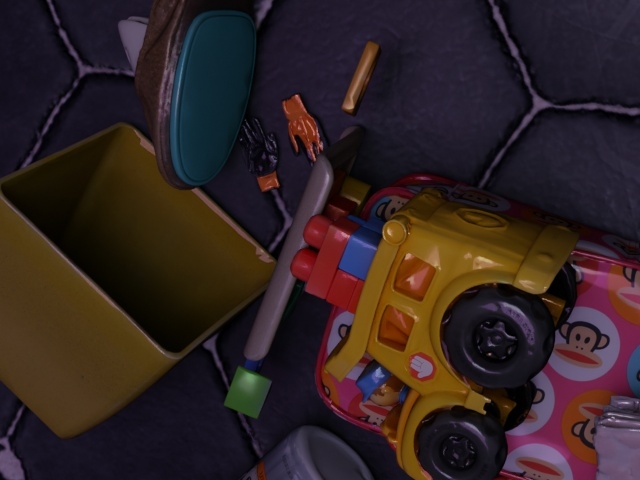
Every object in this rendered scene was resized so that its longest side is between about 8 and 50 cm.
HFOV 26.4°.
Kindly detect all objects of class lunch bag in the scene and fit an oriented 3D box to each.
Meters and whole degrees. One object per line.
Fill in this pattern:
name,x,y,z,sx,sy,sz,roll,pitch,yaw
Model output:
lunch bag,0.149,0.099,1.176,0.293,0.120,0.258,20,106,12

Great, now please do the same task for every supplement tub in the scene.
supplement tub,-0.044,0.270,1.267,0.117,0.117,0.190,47,109,4

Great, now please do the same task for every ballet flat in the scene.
ballet flat,-0.118,-0.222,1.210,0.124,0.116,0.342,20,107,33

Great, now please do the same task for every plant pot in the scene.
plant pot,-0.201,0.051,1.237,0.212,0.212,0.187,44,121,5

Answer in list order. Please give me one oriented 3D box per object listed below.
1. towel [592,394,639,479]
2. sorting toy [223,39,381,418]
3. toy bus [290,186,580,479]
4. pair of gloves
towel,0.385,0.251,1.096,0.317,0.053,0.331,1,131,16
sorting toy,0.000,0.000,1.165,0.047,0.196,0.347,22,106,3
toy bus,0.073,0.069,1.053,0.211,0.149,0.220,21,111,11
pair of gloves,-0.035,-0.089,1.254,0.083,0.010,0.074,-22,95,22
